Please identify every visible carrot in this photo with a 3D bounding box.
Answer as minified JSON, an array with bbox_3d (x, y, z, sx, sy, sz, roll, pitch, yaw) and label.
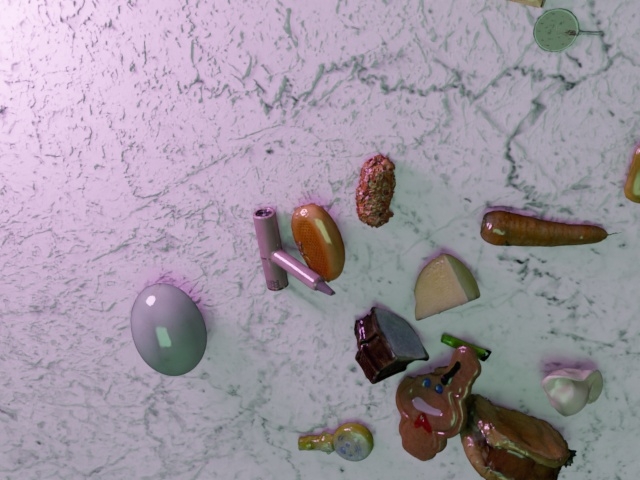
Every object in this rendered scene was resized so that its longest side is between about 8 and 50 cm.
[{"bbox_3d":[0.489,-0.017,1.810,0.297,0.078,0.078,4,120,0],"label":"carrot"}]

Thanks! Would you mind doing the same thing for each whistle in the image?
[{"bbox_3d":[0.039,0.514,2.181,0.198,0.057,0.104,-6,111,18],"label":"whistle"}]

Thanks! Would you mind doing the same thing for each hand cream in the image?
[{"bbox_3d":[0.341,0.252,2.004,0.121,0.023,0.036,24,122,-7],"label":"hand cream"}]

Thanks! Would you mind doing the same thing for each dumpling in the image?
[{"bbox_3d":[0.592,0.343,1.983,0.134,0.100,0.169,-29,113,18],"label":"dumpling"}]

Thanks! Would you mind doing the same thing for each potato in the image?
[{"bbox_3d":[0.269,0.099,1.914,0.149,0.081,0.120,-26,84,38],"label":"potato"}]

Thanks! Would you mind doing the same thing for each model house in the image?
[{"bbox_3d":[0.140,0.251,1.997,0.152,0.106,0.165,-42,72,37],"label":"model house"}]

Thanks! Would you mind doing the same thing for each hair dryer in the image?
[{"bbox_3d":[-0.057,0.045,1.849,0.220,0.053,0.195,25,134,45],"label":"hair dryer"}]

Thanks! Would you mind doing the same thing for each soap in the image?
[{"bbox_3d":[0.670,-0.138,1.727,0.088,0.045,0.140,7,119,0],"label":"soap"}]

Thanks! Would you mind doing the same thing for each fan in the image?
[{"bbox_3d":[0.473,-0.398,1.625,0.133,0.005,0.085,6,119,4],"label":"fan"}]

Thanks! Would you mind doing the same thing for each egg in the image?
[{"bbox_3d":[-0.353,0.206,1.980,0.167,0.168,0.231,-12,112,13],"label":"egg"}]

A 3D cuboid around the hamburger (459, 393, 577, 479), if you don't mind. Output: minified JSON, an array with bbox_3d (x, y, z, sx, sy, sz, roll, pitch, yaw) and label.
[{"bbox_3d":[0.459,0.504,2.031,0.308,0.211,0.133,25,115,-6],"label":"hamburger"}]

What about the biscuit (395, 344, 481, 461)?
[{"bbox_3d":[0.275,0.377,2.017,0.183,0.047,0.320,49,120,22],"label":"biscuit"}]

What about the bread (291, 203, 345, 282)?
[{"bbox_3d":[0.000,0.000,1.864,0.114,0.077,0.189,-4,120,34],"label":"bread"}]

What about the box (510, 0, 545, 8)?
[{"bbox_3d":[0.352,-0.483,1.583,0.149,0.020,0.073,14,119,-1],"label":"box"}]

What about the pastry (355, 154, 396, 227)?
[{"bbox_3d":[0.116,-0.095,1.809,0.087,0.063,0.170,2,119,3],"label":"pastry"}]
